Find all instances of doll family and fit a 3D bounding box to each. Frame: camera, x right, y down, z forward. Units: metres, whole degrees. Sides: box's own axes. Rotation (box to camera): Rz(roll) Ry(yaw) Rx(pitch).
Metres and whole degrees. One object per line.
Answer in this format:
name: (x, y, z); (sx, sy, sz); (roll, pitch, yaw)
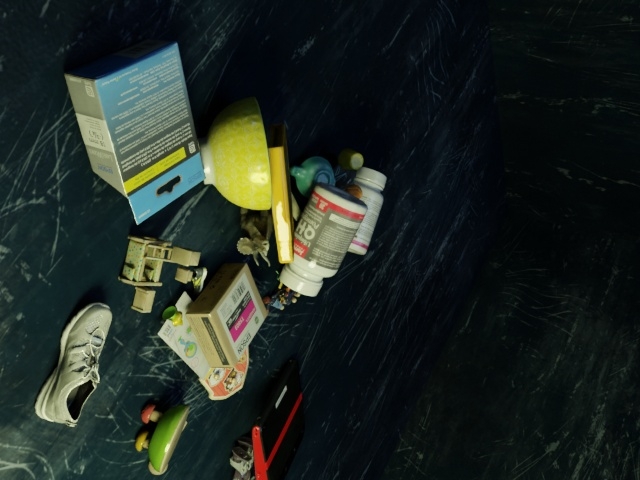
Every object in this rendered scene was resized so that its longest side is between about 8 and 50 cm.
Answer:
doll family: (-0.116, 0.152, 2.173); (0.111, 0.076, 0.193); (22, 88, -65)

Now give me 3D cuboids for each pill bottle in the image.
pill bottle: (0.126, -0.107, 2.362); (0.160, 0.160, 0.283); (27, 81, -60)
pill bottle: (0.000, 0.000, 2.038); (0.176, 0.176, 0.319); (6, 113, -60)

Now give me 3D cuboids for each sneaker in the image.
sneaker: (-0.336, 0.109, 1.833); (0.035, 0.031, 0.083); (11, 104, -31)
sneaker: (-0.522, 0.279, 1.509); (0.105, 0.115, 0.281); (30, 78, -59)
sneaker: (0.010, -0.170, 2.234); (0.106, 0.101, 0.267); (48, 63, -28)

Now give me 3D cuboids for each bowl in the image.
bowl: (-0.224, -0.208, 1.703); (0.155, 0.289, 0.290); (-10, 120, -11)

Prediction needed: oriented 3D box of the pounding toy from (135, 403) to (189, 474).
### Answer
pounding toy: (-0.437, 0.518, 1.810); (0.237, 0.110, 0.183); (113, -1, -59)

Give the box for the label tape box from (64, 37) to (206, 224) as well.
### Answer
label tape box: (-0.394, -0.241, 1.484); (0.240, 0.105, 0.334); (-43, 138, -43)

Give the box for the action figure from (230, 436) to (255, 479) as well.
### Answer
action figure: (-0.261, 0.797, 2.217); (0.185, 0.099, 0.285); (-29, 131, -57)

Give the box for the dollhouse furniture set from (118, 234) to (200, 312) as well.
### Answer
dollhouse furniture set: (-0.390, 0.094, 1.597); (0.101, 0.160, 0.182); (8, 96, -60)

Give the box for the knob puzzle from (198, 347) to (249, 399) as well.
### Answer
knob puzzle: (-0.263, 0.389, 1.997); (0.213, 0.030, 0.213); (-32, 129, -48)

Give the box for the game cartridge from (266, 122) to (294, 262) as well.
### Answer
game cartridge: (-0.103, -0.130, 1.830); (0.285, 0.052, 0.324); (-95, 178, -68)

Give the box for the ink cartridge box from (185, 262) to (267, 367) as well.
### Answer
ink cartridge box: (-0.254, 0.205, 1.874); (0.235, 0.088, 0.193); (-60, 138, -49)

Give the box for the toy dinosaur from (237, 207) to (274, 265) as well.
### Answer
toy dinosaur: (-0.183, -0.042, 1.946); (0.313, 0.120, 0.161); (-84, -177, -79)

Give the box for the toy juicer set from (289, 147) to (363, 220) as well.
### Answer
toy juicer set: (-0.011, -0.161, 2.135); (0.328, 0.089, 0.209); (-16, 112, -26)

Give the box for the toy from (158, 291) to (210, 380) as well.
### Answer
toy: (-0.357, 0.258, 1.830); (0.137, 0.056, 0.237); (-63, 145, -31)

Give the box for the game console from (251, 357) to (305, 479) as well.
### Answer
game console: (-0.142, 0.638, 2.289); (0.386, 0.060, 0.342); (-57, 146, -60)
